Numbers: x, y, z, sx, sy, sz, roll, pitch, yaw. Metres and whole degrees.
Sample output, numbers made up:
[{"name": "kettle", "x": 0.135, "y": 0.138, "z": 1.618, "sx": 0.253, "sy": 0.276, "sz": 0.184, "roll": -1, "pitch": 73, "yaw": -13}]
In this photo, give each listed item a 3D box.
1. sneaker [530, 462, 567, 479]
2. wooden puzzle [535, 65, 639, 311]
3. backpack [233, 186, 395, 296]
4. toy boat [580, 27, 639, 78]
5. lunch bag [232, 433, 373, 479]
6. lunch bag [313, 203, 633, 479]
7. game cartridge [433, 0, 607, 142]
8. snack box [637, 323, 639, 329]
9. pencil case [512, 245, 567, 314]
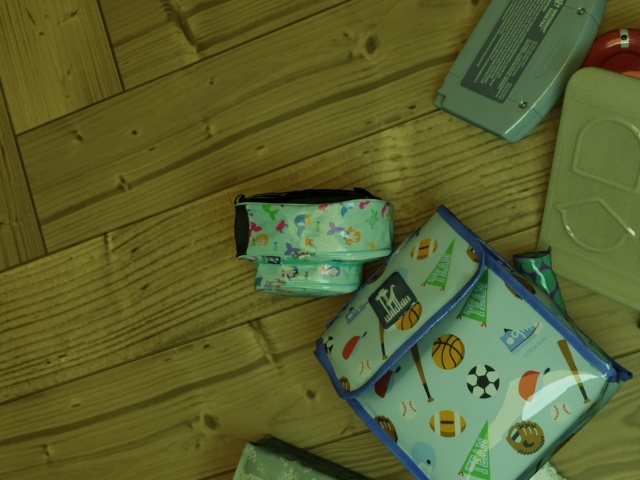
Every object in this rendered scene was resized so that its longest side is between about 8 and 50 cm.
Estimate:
[{"name": "sneaker", "x": 0.368, "y": 0.387, "z": 1.367, "sx": 0.292, "sy": 0.108, "sz": 0.169, "roll": 12, "pitch": 92, "yaw": 15}, {"name": "wooden puzzle", "x": 0.506, "y": -0.064, "z": 1.287, "sx": 0.322, "sy": 0.080, "sz": 0.348, "roll": 26, "pitch": 126, "yaw": 32}, {"name": "backpack", "x": 0.000, "y": 0.000, "z": 1.420, "sx": 0.253, "sy": 0.225, "sz": 0.191, "roll": -8, "pitch": 86, "yaw": 14}, {"name": "toy boat", "x": 0.488, "y": -0.227, "z": 1.354, "sx": 0.150, "sy": 0.151, "sz": 0.231, "roll": -3, "pitch": 86, "yaw": 13}, {"name": "lunch bag", "x": -0.052, "y": 0.511, "z": 1.430, "sx": 0.235, "sy": 0.169, "sz": 0.287, "roll": 19, "pitch": 87, "yaw": 14}, {"name": "lunch bag", "x": 0.208, "y": 0.179, "z": 1.293, "sx": 0.328, "sy": 0.239, "sz": 0.385, "roll": -47, "pitch": 64, "yaw": 10}, {"name": "game cartridge", "x": 0.338, "y": -0.316, "z": 1.410, "sx": 0.196, "sy": 0.060, "sz": 0.294, "roll": 36, "pitch": 97, "yaw": 42}, {"name": "snack box", "x": 0.642, "y": 0.148, "z": 1.335, "sx": 0.174, "sy": 0.070, "sz": 0.207, "roll": -45, "pitch": 79, "yaw": 6}, {"name": "pencil case", "x": 0.365, "y": 0.090, "z": 1.390, "sx": 0.064, "sy": 0.070, "sz": 0.152, "roll": -14, "pitch": 95, "yaw": 16}]
